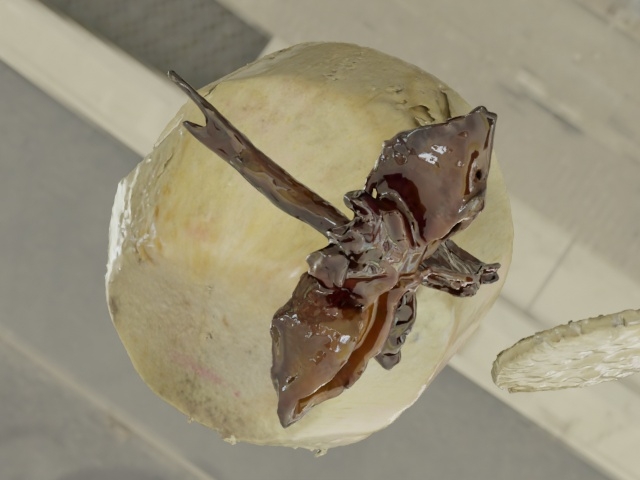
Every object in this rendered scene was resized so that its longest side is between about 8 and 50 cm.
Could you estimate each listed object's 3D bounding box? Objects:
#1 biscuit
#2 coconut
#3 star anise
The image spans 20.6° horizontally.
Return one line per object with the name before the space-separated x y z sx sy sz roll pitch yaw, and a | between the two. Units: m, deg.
biscuit | 0.185 0.075 1.173 0.152 0.020 0.152 -9 161 -3
coconut | 0.000 0.000 1.514 0.352 0.352 0.352 34 170 7
star anise | 0.002 -0.010 0.848 0.144 0.158 0.140 35 149 30
